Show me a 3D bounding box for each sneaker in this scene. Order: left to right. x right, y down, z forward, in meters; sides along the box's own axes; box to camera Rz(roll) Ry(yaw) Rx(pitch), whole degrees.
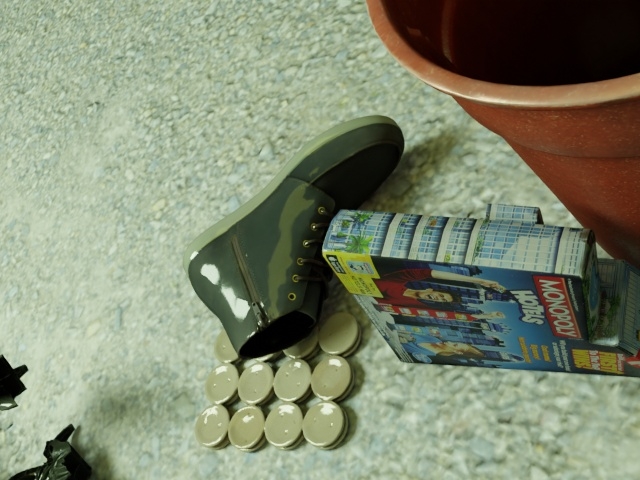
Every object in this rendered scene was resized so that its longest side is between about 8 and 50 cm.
[{"bbox_3d":[0.000,0.000,0.686,0.222,0.083,0.118,-39,53,4],"label":"sneaker"}]

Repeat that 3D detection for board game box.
[{"bbox_3d":[0.125,0.033,0.524,0.194,0.194,0.060,5,66,22],"label":"board game box"}]

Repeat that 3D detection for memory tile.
[{"bbox_3d":[-0.036,0.117,0.680,0.148,0.012,0.113,-9,58,31],"label":"memory tile"}]

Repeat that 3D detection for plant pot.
[{"bbox_3d":[0.208,-0.115,0.476,0.272,0.265,0.272,-19,53,27],"label":"plant pot"}]

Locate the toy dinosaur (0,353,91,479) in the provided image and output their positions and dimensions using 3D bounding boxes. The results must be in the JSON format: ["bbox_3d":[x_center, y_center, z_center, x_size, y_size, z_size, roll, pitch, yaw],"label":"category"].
[{"bbox_3d":[-0.331,0.208,0.704,0.218,0.164,0.322,-35,36,-7],"label":"toy dinosaur"}]
